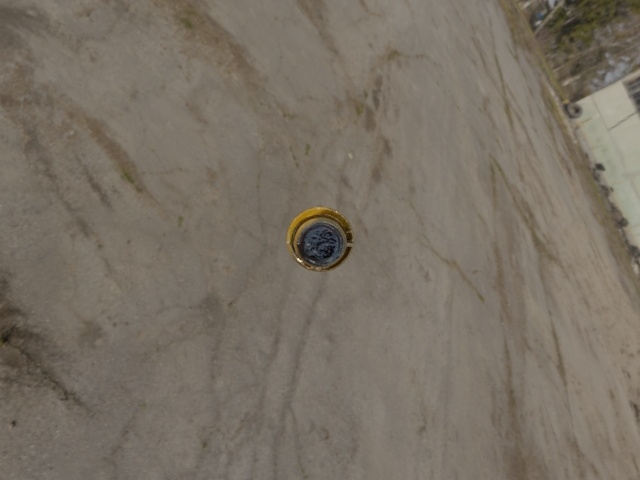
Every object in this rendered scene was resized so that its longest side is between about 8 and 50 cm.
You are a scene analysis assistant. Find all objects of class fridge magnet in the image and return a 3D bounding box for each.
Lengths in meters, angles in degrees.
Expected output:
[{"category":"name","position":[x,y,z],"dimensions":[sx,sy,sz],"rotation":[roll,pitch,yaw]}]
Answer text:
[{"category":"fridge magnet","position":[0.000,0.000,0.971],"dimensions":[0.143,0.143,0.063],"rotation":[54,9,-15]}]
